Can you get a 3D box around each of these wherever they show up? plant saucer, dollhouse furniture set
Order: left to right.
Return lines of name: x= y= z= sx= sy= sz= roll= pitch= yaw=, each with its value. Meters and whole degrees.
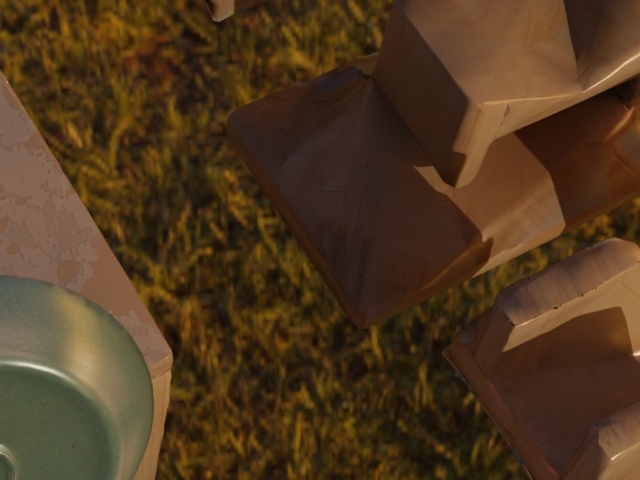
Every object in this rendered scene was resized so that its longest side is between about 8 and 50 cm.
plant saucer: x=-0.105 y=0.066 z=0.489 sx=0.119 sy=0.119 sz=0.021 roll=-19 pitch=37 yaw=-12
dollhouse furniture set: x=0.000 y=0.000 z=0.746 sx=0.394 sy=0.256 sz=0.362 roll=-24 pitch=67 yaw=-23
